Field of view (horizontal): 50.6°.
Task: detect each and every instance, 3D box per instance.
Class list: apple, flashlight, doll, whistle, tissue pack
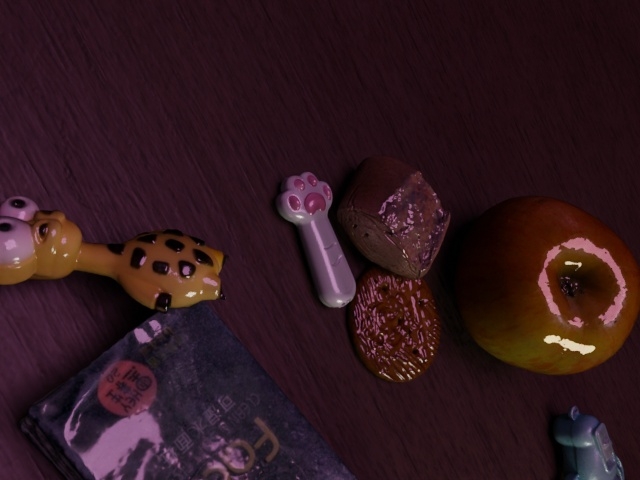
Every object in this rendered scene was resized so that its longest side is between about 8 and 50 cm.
[{"bbox_3d":[0.374,0.070,1.101,0.302,0.301,0.301,10,73,-36],"label":"apple"},{"bbox_3d":[0.000,0.000,0.967,0.093,0.047,0.200,-20,91,-40],"label":"flashlight"},{"bbox_3d":[-0.241,0.015,0.711,0.291,0.086,0.117,11,36,-14],"label":"doll"},{"bbox_3d":[0.499,0.424,1.229,0.186,0.093,0.274,-26,99,-39],"label":"whistle"},{"bbox_3d":[-0.129,0.238,0.735,0.315,0.103,0.228,50,52,1],"label":"tissue pack"}]

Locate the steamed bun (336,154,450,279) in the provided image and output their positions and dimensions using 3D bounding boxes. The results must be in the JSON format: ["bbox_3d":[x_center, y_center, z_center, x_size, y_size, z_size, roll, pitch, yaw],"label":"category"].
[{"bbox_3d":[0.114,-0.034,1.018,0.175,0.106,0.145,42,51,-18],"label":"steamed bun"}]

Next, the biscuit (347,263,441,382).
[{"bbox_3d":[0.118,0.123,1.042,0.188,0.027,0.187,10,74,-35],"label":"biscuit"}]
